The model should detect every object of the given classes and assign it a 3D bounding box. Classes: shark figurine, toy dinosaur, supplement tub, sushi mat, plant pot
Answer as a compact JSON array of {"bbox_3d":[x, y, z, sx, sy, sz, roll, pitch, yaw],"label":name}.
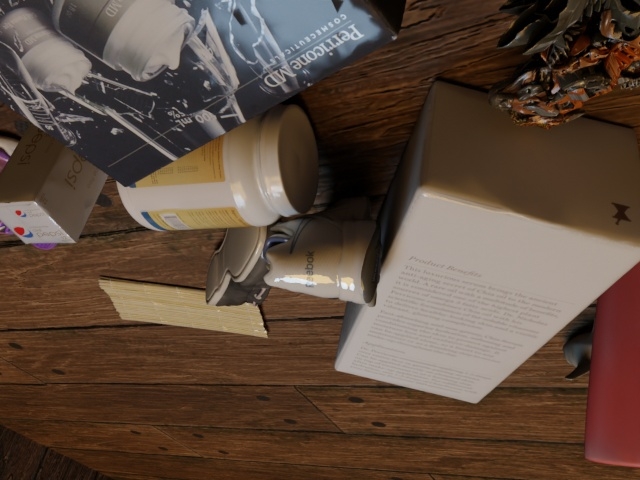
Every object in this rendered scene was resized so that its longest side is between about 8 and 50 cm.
[{"bbox_3d":[0.461,0.140,0.929,0.166,0.116,0.278,-3,173,-45],"label":"shark figurine"},{"bbox_3d":[0.244,-0.203,0.489,0.218,0.164,0.322,13,131,-28],"label":"toy dinosaur"},{"bbox_3d":[-0.116,-0.085,0.738,0.200,0.144,0.144,-2,144,20],"label":"supplement tub"},{"bbox_3d":[-0.259,0.130,1.220,0.317,0.019,0.151,6,147,10],"label":"sushi mat"},{"bbox_3d":[0.446,0.136,0.746,0.275,0.243,0.275,1,164,0],"label":"plant pot"}]

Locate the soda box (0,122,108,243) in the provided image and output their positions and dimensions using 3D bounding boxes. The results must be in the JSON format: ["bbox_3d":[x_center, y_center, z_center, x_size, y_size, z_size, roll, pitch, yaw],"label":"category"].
[{"bbox_3d":[-0.273,-0.103,0.700,0.069,0.216,0.074,-1,144,19],"label":"soda box"}]

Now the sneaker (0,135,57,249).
[{"bbox_3d":[-0.457,-0.046,0.949,0.095,0.104,0.236,9,147,4],"label":"sneaker"}]

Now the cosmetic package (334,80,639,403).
[{"bbox_3d":[0.175,0.038,0.809,0.230,0.161,0.453,14,147,-3],"label":"cosmetic package"}]

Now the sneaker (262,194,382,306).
[{"bbox_3d":[0.000,0.000,0.762,0.129,0.111,0.297,3,-174,0],"label":"sneaker"}]

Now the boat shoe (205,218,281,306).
[{"bbox_3d":[-0.093,0.027,0.931,0.096,0.112,0.335,5,161,-20],"label":"boat shoe"}]

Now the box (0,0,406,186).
[{"bbox_3d":[-0.153,-0.241,0.492,0.343,0.178,0.312,-19,136,39],"label":"box"}]
